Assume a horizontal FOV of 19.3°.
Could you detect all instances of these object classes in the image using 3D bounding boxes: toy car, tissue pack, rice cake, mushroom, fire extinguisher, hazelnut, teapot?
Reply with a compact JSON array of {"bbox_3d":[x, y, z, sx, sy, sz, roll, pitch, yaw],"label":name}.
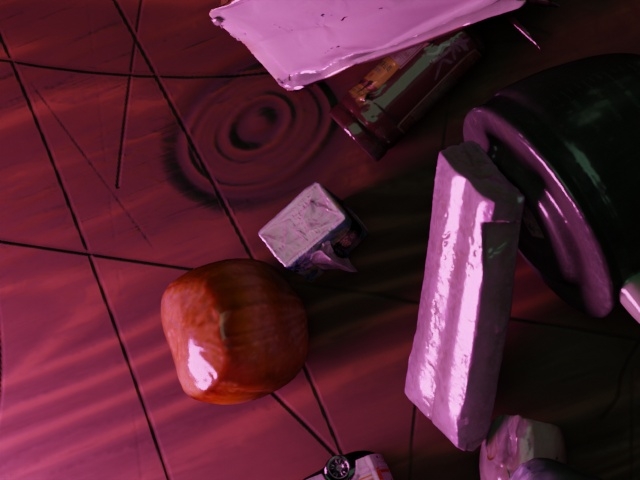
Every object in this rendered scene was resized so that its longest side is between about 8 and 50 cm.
[{"bbox_3d":[-0.018,0.290,1.896,0.210,0.089,0.108,-22,81,5],"label":"toy car"},{"bbox_3d":[0.001,0.001,1.933,0.085,0.111,0.079,-41,74,4],"label":"tissue pack"},{"bbox_3d":[0.138,0.060,1.824,0.106,0.050,0.298,43,135,48],"label":"rice cake"},{"bbox_3d":[0.177,0.282,1.857,0.092,0.081,0.223,18,85,13],"label":"mushroom"},{"bbox_3d":[0.133,-0.182,1.965,0.252,0.075,0.106,-44,104,1],"label":"fire extinguisher"},{"bbox_3d":[-0.088,0.093,1.935,0.150,0.150,0.150,-2,79,13],"label":"hazelnut"},{"bbox_3d":[0.309,-0.063,1.794,0.239,0.239,0.321,-33,34,-10],"label":"teapot"}]

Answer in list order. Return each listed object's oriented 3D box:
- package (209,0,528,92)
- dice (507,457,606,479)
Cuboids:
[{"bbox_3d":[0.033,-0.309,1.901,0.311,0.165,0.221,-16,70,30],"label":"package"},{"bbox_3d":[0.274,0.395,1.644,0.328,0.348,0.330,22,86,1],"label":"dice"}]
